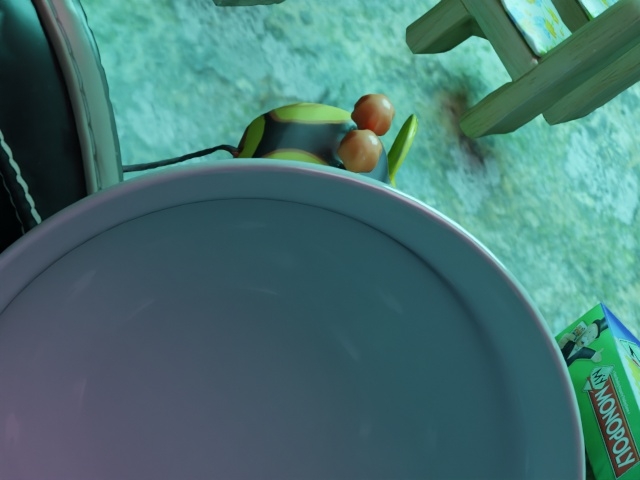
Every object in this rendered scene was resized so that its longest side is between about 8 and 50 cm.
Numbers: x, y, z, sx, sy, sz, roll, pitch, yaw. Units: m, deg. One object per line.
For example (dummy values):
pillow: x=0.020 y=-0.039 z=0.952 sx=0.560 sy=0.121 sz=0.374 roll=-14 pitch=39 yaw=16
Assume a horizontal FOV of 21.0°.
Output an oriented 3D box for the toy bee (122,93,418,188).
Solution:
toy bee: x=0.000 y=0.000 z=0.899 sx=0.298 sy=0.162 sz=0.195 roll=20 pitch=59 yaw=-37

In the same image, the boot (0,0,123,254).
boot: x=-0.255 y=-0.091 z=0.709 sx=0.284 sy=0.138 sz=0.377 roll=-35 pitch=118 yaw=-35

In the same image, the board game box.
board game box: x=0.277 y=0.200 z=1.084 sx=0.317 sy=0.046 sz=0.213 roll=43 pitch=18 yaw=-20

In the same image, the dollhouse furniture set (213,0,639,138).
dollhouse furniture set: x=0.089 y=-0.272 z=0.960 sx=0.362 sy=0.256 sz=0.394 roll=59 pitch=28 yaw=8

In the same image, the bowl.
bowl: x=-0.041 y=0.097 z=0.778 sx=0.298 sy=0.298 sz=0.134 roll=48 pitch=4 yaw=-15
